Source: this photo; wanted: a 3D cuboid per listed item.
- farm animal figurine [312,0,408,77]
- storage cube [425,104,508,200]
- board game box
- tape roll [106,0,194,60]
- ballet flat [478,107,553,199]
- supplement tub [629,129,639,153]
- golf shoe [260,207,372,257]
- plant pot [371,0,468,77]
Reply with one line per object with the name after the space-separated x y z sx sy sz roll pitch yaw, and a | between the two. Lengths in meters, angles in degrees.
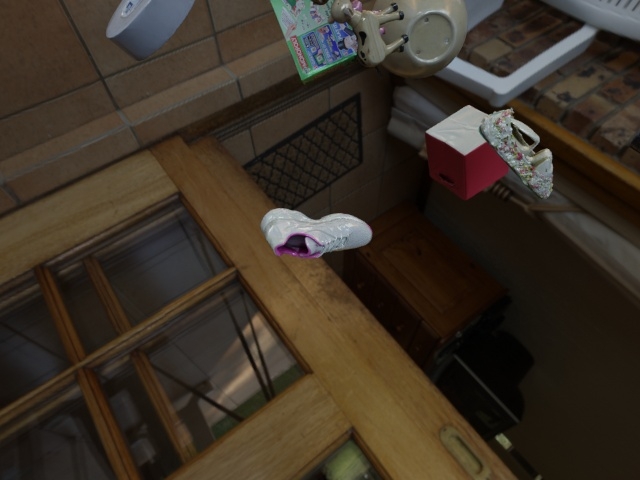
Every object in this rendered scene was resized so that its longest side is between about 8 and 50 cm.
0.046 -0.554 0.896 0.172 0.330 0.326 -26 158 -9 | farm animal figurine
0.474 -0.286 1.371 0.215 0.183 0.193 -33 138 -8 | storage cube
-0.014 -0.664 1.287 0.214 0.317 0.046 -21 178 9 | board game box
-0.369 -0.504 0.927 0.219 0.219 0.072 -47 135 8 | tape roll
0.428 -0.178 0.884 0.077 0.241 0.091 -32 -153 45 | ballet flat
0.493 -0.090 0.516 0.106 0.198 0.106 -32 151 -20 | supplement tub
0.000 0.000 1.109 0.307 0.140 0.115 2 127 -17 | golf shoe
0.287 -0.583 1.186 0.284 0.190 0.284 -1 125 -1 | plant pot
